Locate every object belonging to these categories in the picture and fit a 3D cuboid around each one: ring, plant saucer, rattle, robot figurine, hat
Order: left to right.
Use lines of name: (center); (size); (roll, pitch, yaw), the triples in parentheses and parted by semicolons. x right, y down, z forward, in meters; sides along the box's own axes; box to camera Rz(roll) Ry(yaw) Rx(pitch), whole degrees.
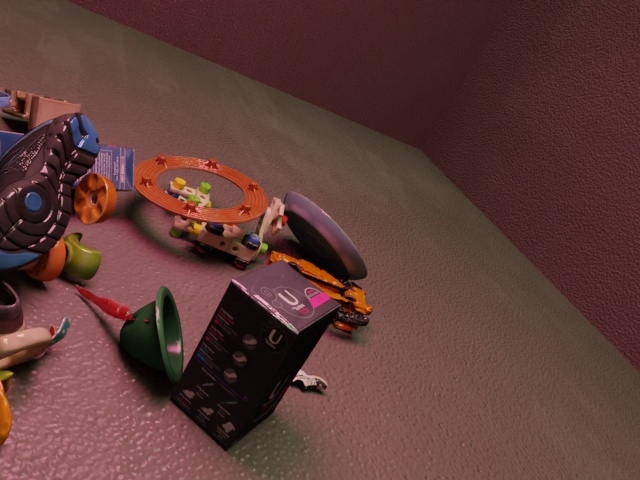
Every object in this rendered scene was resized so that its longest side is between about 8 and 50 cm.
rattle: (-0.429, 0.198, 0.892); (0.143, 0.130, 0.199); (46, -1, 9)
hat: (-0.350, 0.175, 1.050); (0.184, 0.172, 0.208); (-9, 14, -4)
ring: (-0.291, -0.138, 1.463); (0.337, 0.032, 0.336); (14, 28, -8)
robot figurine: (-0.005, 0.133, 1.499); (0.291, 0.085, 0.211); (25, 24, -11)
plant saucer: (0.000, 0.000, 1.630); (0.317, 0.044, 0.317); (44, -14, 14)

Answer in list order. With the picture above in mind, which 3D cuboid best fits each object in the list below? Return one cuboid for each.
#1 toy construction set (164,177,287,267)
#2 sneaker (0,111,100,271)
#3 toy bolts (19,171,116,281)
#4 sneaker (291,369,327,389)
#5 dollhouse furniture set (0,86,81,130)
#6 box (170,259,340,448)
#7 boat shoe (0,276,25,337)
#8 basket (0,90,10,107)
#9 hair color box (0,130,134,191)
toy construction set: (-0.245, -0.049, 1.529); (0.328, 0.151, 0.215); (10, 28, -17)
sneaker: (-0.512, -0.083, 1.037); (0.140, 0.125, 0.340); (-4, 46, 21)
toy bolts: (-0.527, -0.055, 1.124); (0.229, 0.218, 0.159); (32, 12, 31)
sneaker: (-0.026, 0.296, 1.222); (0.083, 0.031, 0.036); (21, 38, -8)
dollhouse furniture set: (-0.721, -0.285, 1.495); (0.242, 0.160, 0.212); (20, 12, 40)
box: (-0.112, 0.191, 1.019); (0.143, 0.270, 0.165); (37, 24, 15)
boat shoe: (-0.585, 0.057, 0.957); (0.285, 0.092, 0.103); (35, 26, 14)
basket: (-0.874, -0.346, 1.293); (0.289, 0.200, 0.255); (28, 20, 20)
hair color box: (-0.603, -0.167, 1.286); (0.174, 0.105, 0.347); (3, 3, 40)
